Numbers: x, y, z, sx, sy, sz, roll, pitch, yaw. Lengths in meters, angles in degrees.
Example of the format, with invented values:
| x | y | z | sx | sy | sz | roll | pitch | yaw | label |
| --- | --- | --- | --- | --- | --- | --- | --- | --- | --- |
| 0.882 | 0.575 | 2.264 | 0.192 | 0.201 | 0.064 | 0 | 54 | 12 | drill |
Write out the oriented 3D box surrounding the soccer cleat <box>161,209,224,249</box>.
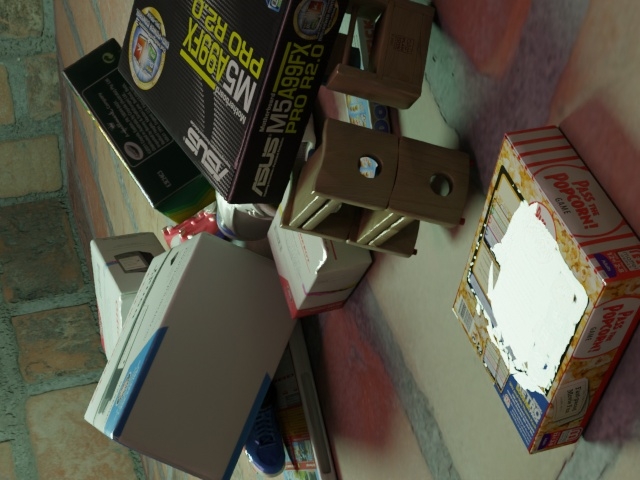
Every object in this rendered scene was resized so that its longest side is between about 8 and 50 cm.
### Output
| x | y | z | sx | sy | sz | roll | pitch | yaw | label |
| --- | --- | --- | --- | --- | --- | --- | --- | --- | --- |
| -0.199 | 0.003 | 1.862 | 0.095 | 0.083 | 0.248 | 53 | 162 | -15 | soccer cleat |

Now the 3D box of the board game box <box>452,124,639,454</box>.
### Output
| x | y | z | sx | sy | sz | roll | pitch | yaw | label |
| --- | --- | --- | --- | --- | --- | --- | --- | --- | --- |
| 0.160 | 0.038 | 0.796 | 0.193 | 0.045 | 0.146 | 99 | 154 | -47 | board game box |

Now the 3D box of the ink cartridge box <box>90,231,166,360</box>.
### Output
| x | y | z | sx | sy | sz | roll | pitch | yaw | label |
| --- | --- | --- | --- | --- | --- | --- | --- | --- | --- |
| -0.321 | 0.138 | 1.992 | 0.306 | 0.131 | 0.226 | -139 | 44 | -61 | ink cartridge box |

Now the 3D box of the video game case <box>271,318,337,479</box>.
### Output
| x | y | z | sx | sy | sz | roll | pitch | yaw | label |
| --- | --- | --- | --- | --- | --- | --- | --- | --- | --- |
| -0.033 | 0.261 | 1.553 | 0.204 | 0.025 | 0.285 | 144 | 115 | -70 | video game case |

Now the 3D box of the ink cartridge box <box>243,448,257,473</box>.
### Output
| x | y | z | sx | sy | sz | roll | pitch | yaw | label |
| --- | --- | --- | --- | --- | --- | --- | --- | --- | --- |
| -0.188 | 0.234 | 1.952 | 0.296 | 0.066 | 0.261 | -133 | 38 | -60 | ink cartridge box |

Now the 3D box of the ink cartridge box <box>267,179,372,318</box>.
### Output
| x | y | z | sx | sy | sz | roll | pitch | yaw | label |
| --- | --- | --- | --- | --- | --- | --- | --- | --- | --- |
| 0.000 | 0.000 | 1.233 | 0.198 | 0.067 | 0.115 | 119 | 137 | -66 | ink cartridge box |

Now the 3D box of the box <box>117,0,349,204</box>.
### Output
| x | y | z | sx | sy | sz | roll | pitch | yaw | label |
| --- | --- | --- | --- | --- | --- | --- | --- | --- | --- |
| -0.090 | -0.193 | 1.015 | 0.270 | 0.060 | 0.216 | 49 | 129 | 42 | box |

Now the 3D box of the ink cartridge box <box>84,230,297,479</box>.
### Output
| x | y | z | sx | sy | sz | roll | pitch | yaw | label |
| --- | --- | --- | --- | --- | --- | --- | --- | --- | --- |
| -0.187 | 0.162 | 1.545 | 0.285 | 0.166 | 0.395 | -67 | 13 | -12 | ink cartridge box |

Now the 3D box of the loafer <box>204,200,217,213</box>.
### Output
| x | y | z | sx | sy | sz | roll | pitch | yaw | label |
| --- | --- | --- | --- | --- | --- | --- | --- | --- | --- |
| -0.180 | -0.090 | 1.800 | 0.045 | 0.039 | 0.125 | -50 | 48 | 25 | loafer |

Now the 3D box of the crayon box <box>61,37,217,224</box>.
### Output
| x | y | z | sx | sy | sz | roll | pitch | yaw | label |
| --- | --- | --- | --- | --- | --- | --- | --- | --- | --- |
| -0.226 | -0.131 | 1.482 | 0.203 | 0.083 | 0.323 | 55 | 178 | 3 | crayon box |

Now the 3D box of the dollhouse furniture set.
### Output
| x | y | z | sx | sy | sz | roll | pitch | yaw | label |
| --- | --- | --- | --- | --- | --- | --- | --- | --- | --- |
| 0.056 | -0.097 | 0.963 | 0.129 | 0.129 | 0.183 | 140 | 142 | -70 | dollhouse furniture set |

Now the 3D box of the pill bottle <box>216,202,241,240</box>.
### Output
| x | y | z | sx | sy | sz | roll | pitch | yaw | label |
| --- | --- | --- | --- | --- | --- | --- | --- | --- | --- |
| -0.098 | -0.072 | 1.477 | 0.137 | 0.078 | 0.078 | 98 | 155 | -45 | pill bottle |

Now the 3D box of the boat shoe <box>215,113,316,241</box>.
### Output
| x | y | z | sx | sy | sz | roll | pitch | yaw | label |
| --- | --- | --- | --- | --- | --- | --- | --- | --- | --- |
| -0.064 | -0.066 | 1.341 | 0.277 | 0.098 | 0.096 | 109 | 147 | -55 | boat shoe |

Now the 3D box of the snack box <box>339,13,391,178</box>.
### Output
| x | y | z | sx | sy | sz | roll | pitch | yaw | label |
| --- | --- | --- | --- | --- | --- | --- | --- | --- | --- |
| 0.043 | -0.144 | 1.089 | 0.064 | 0.022 | 0.178 | -170 | 71 | -70 | snack box |

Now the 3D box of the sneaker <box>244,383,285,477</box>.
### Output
| x | y | z | sx | sy | sz | roll | pitch | yaw | label |
| --- | --- | --- | --- | --- | --- | --- | --- | --- | --- |
| -0.086 | 0.257 | 1.576 | 0.084 | 0.058 | 0.152 | 91 | 167 | -56 | sneaker |
